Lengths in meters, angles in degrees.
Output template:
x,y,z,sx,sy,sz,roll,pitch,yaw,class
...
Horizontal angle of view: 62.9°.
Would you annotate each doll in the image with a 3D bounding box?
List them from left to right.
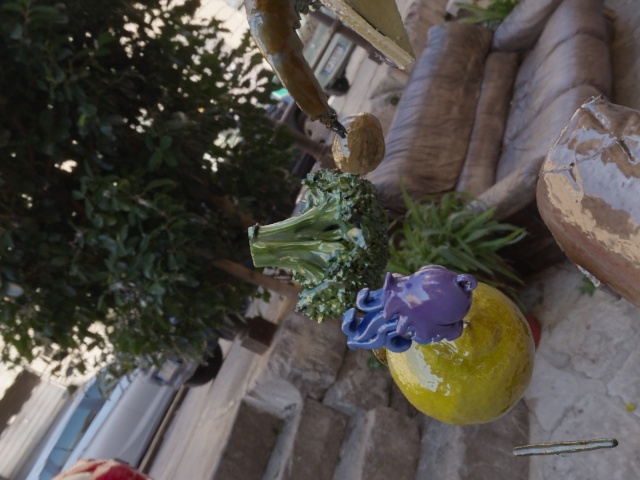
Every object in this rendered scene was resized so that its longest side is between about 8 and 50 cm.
x,y,z,sx,sy,sz,roll,pitch,yaw,class
0.087,0.079,0.561,0.206,0.110,0.067,-37,29,45,doll

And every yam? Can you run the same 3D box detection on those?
x,y,z,sx,sy,sz,roll,pitch,yaw,class
0.514,0.441,1.108,0.234,0.027,0.029,-31,44,46,yam

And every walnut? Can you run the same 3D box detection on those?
x,y,z,sx,sy,sz,roll,pitch,yaw,class
0.097,-0.246,1.345,0.166,0.149,0.166,-54,-19,-29,walnut

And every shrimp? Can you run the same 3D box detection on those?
x,y,z,sx,sy,sz,roll,pitch,yaw,class
-0.015,-0.295,0.696,0.068,0.185,0.287,-33,43,54,shrimp

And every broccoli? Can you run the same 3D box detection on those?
x,y,z,sx,sy,sz,roll,pitch,yaw,class
0.016,0.010,0.975,0.260,0.235,0.288,-30,24,8,broccoli

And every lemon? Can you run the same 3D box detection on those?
x,y,z,sx,sy,sz,roll,pitch,yaw,class
0.313,0.254,1.189,0.348,0.348,0.348,-60,8,14,lemon

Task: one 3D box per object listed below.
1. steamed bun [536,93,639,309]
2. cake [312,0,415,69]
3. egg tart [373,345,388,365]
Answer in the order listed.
x,y,z,sx,sy,sz,roll,pitch,yaw,class
0.383,-0.024,0.615,0.251,0.301,0.199,41,110,38,steamed bun
0.060,-0.230,0.532,0.065,0.121,0.052,-55,22,-5,cake
0.238,0.401,1.919,0.049,0.129,0.129,-40,17,25,egg tart
